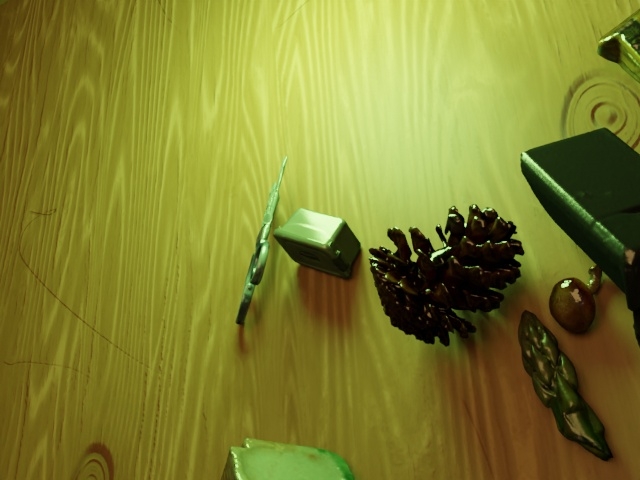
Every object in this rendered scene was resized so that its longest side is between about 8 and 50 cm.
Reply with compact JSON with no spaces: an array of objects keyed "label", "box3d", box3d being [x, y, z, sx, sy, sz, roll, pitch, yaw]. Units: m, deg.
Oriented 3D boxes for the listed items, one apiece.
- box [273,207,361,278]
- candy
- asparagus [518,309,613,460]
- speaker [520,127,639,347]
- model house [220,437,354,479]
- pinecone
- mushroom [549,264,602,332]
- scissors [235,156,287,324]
[{"label":"box","box3d":[0.000,0.000,1.606,0.172,0.124,0.092,17,65,38]},{"label":"candy","box3d":[0.627,-0.312,1.371,0.143,0.101,0.271,-34,57,7]},{"label":"asparagus","box3d":[0.387,0.233,1.242,0.080,0.080,0.287,-28,52,18]},{"label":"speaker","box3d":[0.496,-0.011,1.255,0.180,0.184,0.388,-17,39,-6]},{"label":"model house","box3d":[-0.074,0.545,1.301,0.312,0.245,0.280,-125,50,-66]},{"label":"pinecone","box3d":[0.229,0.046,1.349,0.292,0.246,0.246,-35,48,-11]},{"label":"mushroom","box3d":[0.438,0.091,1.289,0.129,0.073,0.088,-62,14,-15]},{"label":"scissors","box3d":[-0.123,-0.021,1.681,0.029,0.256,0.383,17,56,-7]}]
